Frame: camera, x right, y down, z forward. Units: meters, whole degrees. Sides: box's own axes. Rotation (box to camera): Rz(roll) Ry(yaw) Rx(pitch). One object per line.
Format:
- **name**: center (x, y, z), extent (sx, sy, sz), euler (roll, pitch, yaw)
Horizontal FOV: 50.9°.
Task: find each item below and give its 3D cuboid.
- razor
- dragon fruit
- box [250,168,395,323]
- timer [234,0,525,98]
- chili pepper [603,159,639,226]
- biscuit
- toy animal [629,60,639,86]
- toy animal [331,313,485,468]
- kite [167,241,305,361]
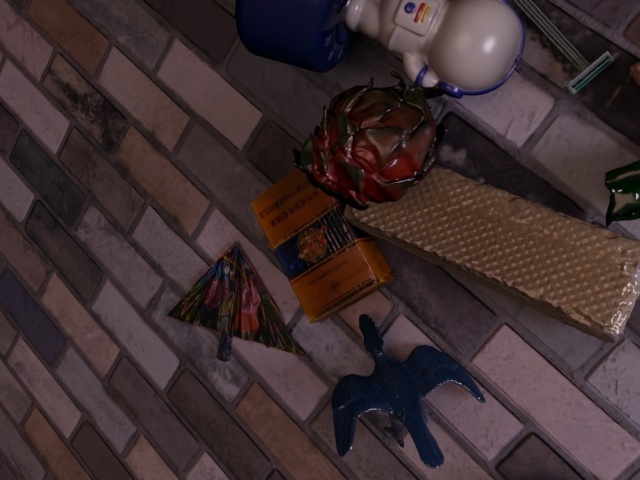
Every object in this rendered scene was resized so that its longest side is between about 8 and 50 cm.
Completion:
- **razor**: center (0.317, -0.293, 0.935), extent (0.068, 0.037, 0.191), euler (-42, 72, 20)
- **dragon fruit**: center (0.072, -0.133, 0.929), extent (0.189, 0.182, 0.182), euler (-40, 74, 51)
- **box**: center (0.000, 0.000, 1.121), extent (0.152, 0.070, 0.237), euler (-34, 79, 27)
- **timer**: center (0.102, -0.325, 0.962), extent (0.384, 0.270, 0.270), euler (27, 107, 9)
- **chili pepper**: center (0.455, -0.089, 0.841), extent (0.224, 0.061, 0.098), euler (-32, 121, 13)
- **biscuit**: center (0.242, -0.008, 0.960), extent (0.426, 0.078, 0.144), euler (27, 85, 24)
- **toy animal**: center (0.440, -0.181, 0.850), extent (0.114, 0.091, 0.081), euler (24, 119, 24)
- **toy animal**: center (0.112, 0.233, 1.029), extent (0.255, 0.239, 0.176), euler (-136, 25, -63)
- **kite**: center (-0.160, 0.116, 1.253), extent (0.321, 0.016, 0.233), euler (11, 98, 28)
